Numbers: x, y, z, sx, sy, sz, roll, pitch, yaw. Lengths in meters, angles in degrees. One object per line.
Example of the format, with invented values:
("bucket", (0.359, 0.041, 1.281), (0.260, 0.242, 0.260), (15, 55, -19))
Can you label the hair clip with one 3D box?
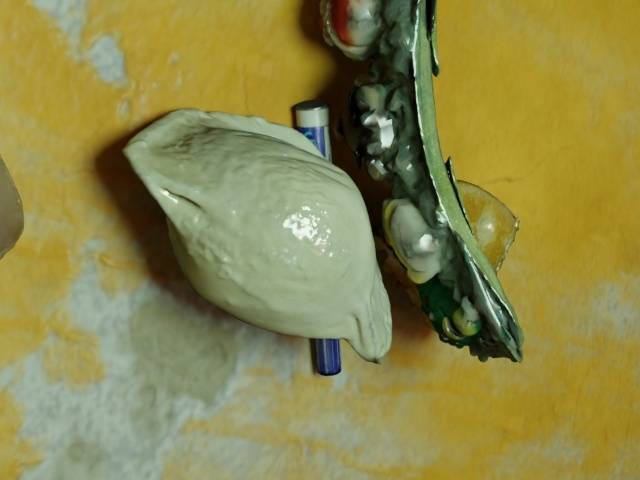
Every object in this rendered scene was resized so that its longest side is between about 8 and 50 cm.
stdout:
("hair clip", (0.061, -0.060, 1.089), (0.091, 0.138, 0.321), (-15, 92, -6))

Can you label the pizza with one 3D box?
("pizza", (0.095, 0.014, 1.204), (0.178, 0.041, 0.131), (-22, 106, -42))

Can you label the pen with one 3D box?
("pen", (0.000, 0.000, 1.122), (0.025, 0.025, 0.204), (-16, 108, -42))

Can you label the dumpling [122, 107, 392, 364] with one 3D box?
("dumpling", (-0.033, -0.020, 1.023), (0.215, 0.166, 0.126), (15, 129, -12))

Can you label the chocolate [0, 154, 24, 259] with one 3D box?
("chocolate", (-0.212, -0.034, 0.905), (0.064, 0.031, 0.101), (-59, 138, -43))
